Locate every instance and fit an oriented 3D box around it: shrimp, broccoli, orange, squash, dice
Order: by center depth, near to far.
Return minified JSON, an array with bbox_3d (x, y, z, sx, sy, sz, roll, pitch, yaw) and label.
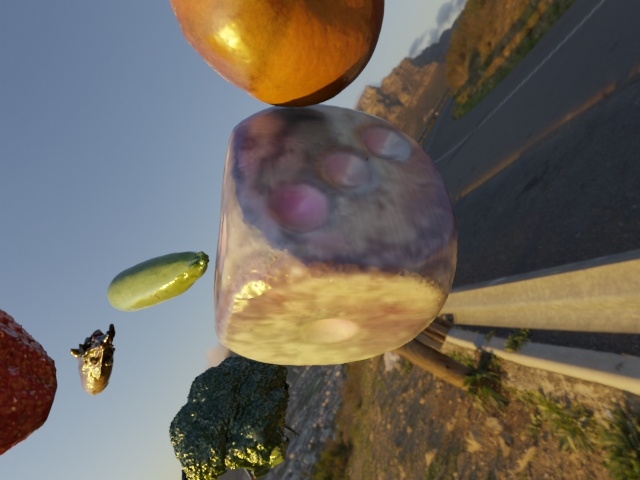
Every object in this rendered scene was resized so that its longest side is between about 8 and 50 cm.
[{"bbox_3d":[-0.044,-0.263,0.439,0.171,0.240,0.240,21,77,52],"label":"orange"},{"bbox_3d":[0.000,0.000,0.568,0.270,0.271,0.271,114,155,-51],"label":"dice"},{"bbox_3d":[-0.404,0.191,0.734,0.066,0.117,0.262,-7,-35,-38],"label":"shrimp"},{"bbox_3d":[-0.175,0.406,0.956,0.304,0.283,0.321,-21,27,25],"label":"broccoli"},{"bbox_3d":[-0.389,0.093,1.021,0.371,0.118,0.118,-21,17,29],"label":"squash"}]

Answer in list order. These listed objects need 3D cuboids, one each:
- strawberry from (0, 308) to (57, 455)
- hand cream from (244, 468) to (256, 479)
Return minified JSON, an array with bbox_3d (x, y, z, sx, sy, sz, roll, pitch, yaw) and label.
[{"bbox_3d":[-0.470,0.181,0.487,0.239,0.289,0.249,10,74,50],"label":"strawberry"},{"bbox_3d":[-0.169,0.619,1.087,0.039,0.163,0.062,-27,-14,-13],"label":"hand cream"}]
